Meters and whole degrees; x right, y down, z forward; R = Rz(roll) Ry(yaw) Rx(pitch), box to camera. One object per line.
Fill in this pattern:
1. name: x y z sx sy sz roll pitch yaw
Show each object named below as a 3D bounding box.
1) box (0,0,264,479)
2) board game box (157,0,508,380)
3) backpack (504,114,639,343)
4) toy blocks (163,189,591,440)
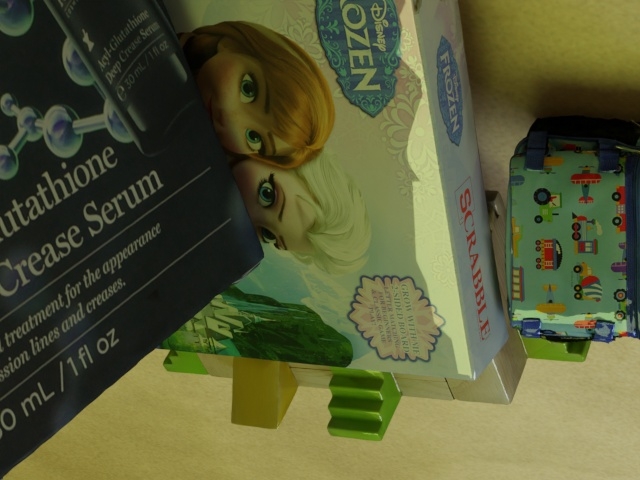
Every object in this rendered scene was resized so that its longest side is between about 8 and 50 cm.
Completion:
1. box: -0.253 -0.085 0.810 0.212 0.293 0.395 -6 114 38
2. board game box: -0.049 -0.068 0.939 0.318 0.066 0.319 2 117 30
3. backpack: 0.218 -0.004 0.941 0.173 0.158 0.117 5 -168 14
4. toy blocks: 0.000 0.000 1.097 0.381 0.191 0.261 2 135 30
